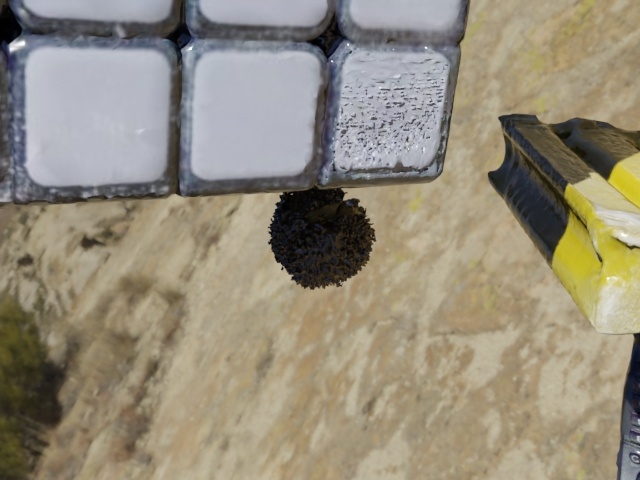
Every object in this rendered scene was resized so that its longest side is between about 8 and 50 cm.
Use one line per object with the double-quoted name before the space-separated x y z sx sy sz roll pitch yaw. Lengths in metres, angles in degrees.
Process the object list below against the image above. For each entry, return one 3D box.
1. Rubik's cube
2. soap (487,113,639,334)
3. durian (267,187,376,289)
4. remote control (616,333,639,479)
"Rubik's cube" -0.124 -0.231 0.505 0.344 0.344 0.337 -138 49 -56
"soap" 0.280 -0.024 0.742 0.315 0.199 0.091 -101 16 -65
"durian" 0.000 0.000 0.606 0.080 0.080 0.091 -77 -5 -46
"remote control" 0.439 0.277 1.063 0.145 0.398 0.062 17 37 37
